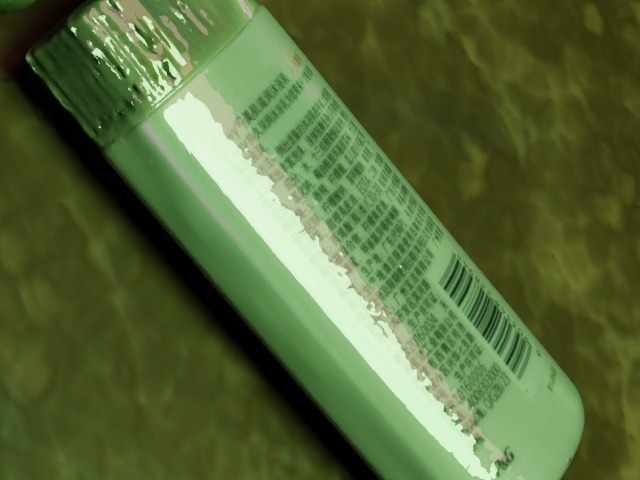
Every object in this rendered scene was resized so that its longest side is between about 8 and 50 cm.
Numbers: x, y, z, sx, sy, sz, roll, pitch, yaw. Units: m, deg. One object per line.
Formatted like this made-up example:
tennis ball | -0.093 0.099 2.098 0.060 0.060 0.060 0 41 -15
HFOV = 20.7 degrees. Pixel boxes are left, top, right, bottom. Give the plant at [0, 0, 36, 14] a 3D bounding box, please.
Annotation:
plant | -0.155 -0.126 0.515 0.174 0.085 0.087 44 72 -24

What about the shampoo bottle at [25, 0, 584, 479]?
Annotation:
shampoo bottle | 0.000 0.000 0.599 0.227 0.056 0.086 50 42 -12
